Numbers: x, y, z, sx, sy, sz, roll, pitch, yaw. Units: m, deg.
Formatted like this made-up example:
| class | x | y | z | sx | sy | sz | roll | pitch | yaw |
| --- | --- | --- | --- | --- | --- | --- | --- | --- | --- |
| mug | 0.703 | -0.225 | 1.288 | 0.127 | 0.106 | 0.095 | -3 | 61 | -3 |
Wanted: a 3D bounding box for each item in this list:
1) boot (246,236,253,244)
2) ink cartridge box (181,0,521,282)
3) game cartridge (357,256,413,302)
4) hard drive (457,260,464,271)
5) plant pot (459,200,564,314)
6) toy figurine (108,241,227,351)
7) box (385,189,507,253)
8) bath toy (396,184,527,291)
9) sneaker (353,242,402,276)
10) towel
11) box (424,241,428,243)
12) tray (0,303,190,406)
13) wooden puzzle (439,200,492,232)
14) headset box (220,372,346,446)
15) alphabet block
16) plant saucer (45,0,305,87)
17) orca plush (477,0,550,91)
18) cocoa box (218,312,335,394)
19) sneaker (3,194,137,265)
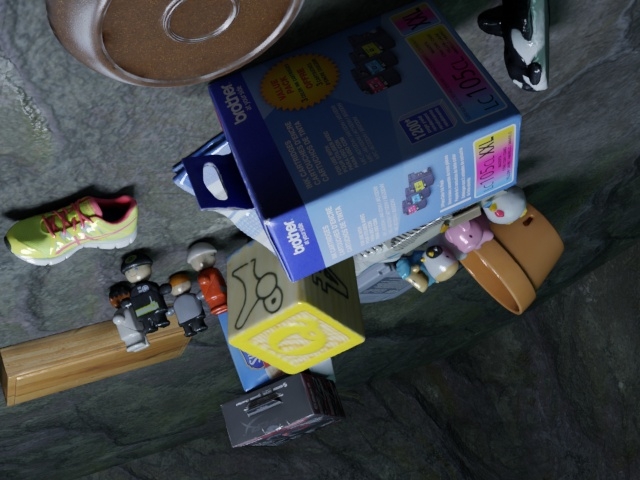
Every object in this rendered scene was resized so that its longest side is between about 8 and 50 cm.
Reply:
| class | x | y | z | sx | sy | sz | roll | pitch | yaw |
| --- | --- | --- | --- | --- | --- | --- | --- | --- | --- |
| boot | 0.000 | 0.000 | 1.606 | 0.261 | 0.095 | 0.203 | -21 | 160 | 10 |
| ink cartridge box | 0.025 | -0.127 | 1.020 | 0.395 | 0.270 | 0.151 | -24 | 143 | -3 |
| game cartridge | 0.180 | 0.113 | 2.198 | 0.198 | 0.062 | 0.297 | -30 | 160 | 30 |
| hard drive | 0.407 | 0.080 | 2.421 | 0.135 | 0.022 | 0.094 | -6 | 154 | -42 |
| plant pot | 0.498 | 0.022 | 2.031 | 0.203 | 0.291 | 0.291 | -40 | 161 | -2 |
| toy figurine | -0.297 | 0.106 | 1.492 | 0.213 | 0.148 | 0.209 | -14 | 164 | -33 |
| box | 0.254 | -0.086 | 1.674 | 0.275 | 0.113 | 0.094 | -35 | 157 | 24 |
| bath toy | 0.333 | -0.016 | 1.833 | 0.129 | 0.152 | 0.348 | 26 | 129 | -25 |
| sneaker | 0.116 | 0.018 | 1.839 | 0.228 | 0.087 | 0.092 | -20 | 155 | -34 |
| towel | -0.073 | -0.084 | 1.249 | 0.209 | 0.034 | 0.285 | -32 | 136 | 20 |
| box | 0.280 | -0.048 | 1.918 | 0.136 | 0.037 | 0.225 | -17 | 158 | -21 |
| tray | -0.496 | 0.254 | 1.734 | 0.410 | 0.076 | 0.203 | -14 | 159 | -29 |
| wooden puzzle | 0.307 | -0.053 | 1.638 | 0.116 | 0.014 | 0.078 | -23 | 164 | 0 |
| headset box | -0.089 | 0.416 | 1.878 | 0.218 | 0.110 | 0.293 | -25 | 160 | 12 |
| alphabet block | -0.050 | 0.107 | 1.458 | 0.192 | 0.197 | 0.193 | -30 | 136 | 29 |
| plant saucer | -0.137 | -0.261 | 0.846 | 0.310 | 0.050 | 0.311 | -22 | 162 | -8 |
| orca plush | 0.278 | -0.310 | 1.132 | 0.102 | 0.151 | 0.287 | 3 | 172 | 20 |
| cocoa box | -0.108 | 0.280 | 2.015 | 0.227 | 0.232 | 0.347 | -21 | 160 | -4 |
| sneaker | -0.366 | -0.029 | 1.154 | 0.208 | 0.081 | 0.094 | -17 | 154 | -39 |
